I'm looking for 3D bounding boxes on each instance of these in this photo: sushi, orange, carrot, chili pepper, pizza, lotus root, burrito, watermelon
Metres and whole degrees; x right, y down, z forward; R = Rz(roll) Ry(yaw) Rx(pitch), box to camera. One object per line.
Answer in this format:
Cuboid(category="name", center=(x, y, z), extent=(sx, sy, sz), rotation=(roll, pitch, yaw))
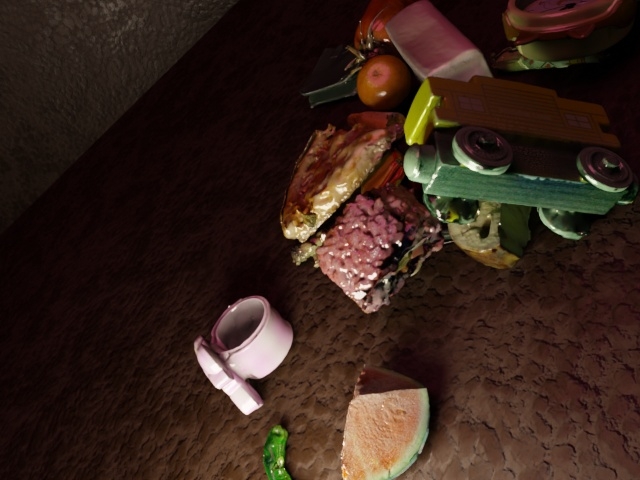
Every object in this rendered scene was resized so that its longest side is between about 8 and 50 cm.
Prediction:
Cuboid(category="sushi", center=(0.140, 0.016, 1.197), extent=(0.270, 0.237, 0.171), rotation=(-50, 57, 10))
Cuboid(category="orange", center=(0.182, -0.443, 1.575), extent=(0.159, 0.136, 0.158), rotation=(-7, 74, 24))
Cuboid(category="carrot", center=(0.208, -0.623, 1.677), extent=(0.331, 0.193, 0.214), rotation=(-65, 2, -14))
Cuboid(category="chili pepper", center=(-0.081, 0.473, 1.159), extent=(0.073, 0.050, 0.182), rotation=(-36, 42, 4))
Cuboid(category="pizza", center=(0.003, -0.169, 1.526), extent=(0.391, 0.080, 0.435), rotation=(-57, 23, -10))
Cuboid(category="lotus root", center=(0.348, -0.054, 1.143), extent=(0.138, 0.119, 0.234), rotation=(-5, 57, 40))
Cuboid(category="burrito", center=(0.551, -0.460, 1.340), extent=(0.288, 0.054, 0.104), rotation=(8, 64, 46))
Cuboid(category="watermelon", center=(0.128, 0.353, 1.040), extent=(0.146, 0.128, 0.230), rotation=(5, 74, 14))

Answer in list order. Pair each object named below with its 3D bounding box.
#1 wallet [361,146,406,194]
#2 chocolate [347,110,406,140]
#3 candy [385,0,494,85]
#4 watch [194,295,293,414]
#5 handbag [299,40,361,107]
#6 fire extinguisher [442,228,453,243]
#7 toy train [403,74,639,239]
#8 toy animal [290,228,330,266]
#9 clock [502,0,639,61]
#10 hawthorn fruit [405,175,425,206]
Cuboid(category="wallet", center=(0.159, -0.145, 1.344), extent=(0.141, 0.067, 0.241), rotation=(-54, 6, 19))
Cuboid(category="chocolate", center=(0.153, -0.334, 1.597), extent=(0.085, 0.086, 0.219), rotation=(-54, 34, -7))
Cuboid(category="candy", center=(0.313, -0.460, 1.440), extent=(0.145, 0.208, 0.358), rotation=(-34, 40, 15))
Cuboid(category="watch", center=(-0.180, 0.247, 1.339), extent=(0.217, 0.211, 0.248), rotation=(-45, 30, -10))
Cuboid(category="handbag", center=(0.071, -0.576, 1.860), extent=(0.248, 0.079, 0.260), rotation=(-1, 54, 46))
Cuboid(category="fire extinguisher", center=(0.280, -0.012, 1.245), extent=(0.083, 0.025, 0.037), rotation=(-3, 80, 41))
Cuboid(category="toy train", center=(0.359, -0.166, 1.030), extent=(0.179, 0.443, 0.272), rotation=(111, 161, -52))
Cuboid(category="toy animal", center=(0.002, 0.011, 1.451), extent=(0.220, 0.069, 0.086), rotation=(-24, 40, 25))
Cuboid(category="clock", center=(0.560, -0.508, 1.243), extent=(0.286, 0.117, 0.348), rotation=(8, 47, 37))
Cuboid(category="hawthorn fruit", center=(0.286, -0.162, 1.259), extent=(0.157, 0.157, 0.194), rotation=(25, 75, 50))
